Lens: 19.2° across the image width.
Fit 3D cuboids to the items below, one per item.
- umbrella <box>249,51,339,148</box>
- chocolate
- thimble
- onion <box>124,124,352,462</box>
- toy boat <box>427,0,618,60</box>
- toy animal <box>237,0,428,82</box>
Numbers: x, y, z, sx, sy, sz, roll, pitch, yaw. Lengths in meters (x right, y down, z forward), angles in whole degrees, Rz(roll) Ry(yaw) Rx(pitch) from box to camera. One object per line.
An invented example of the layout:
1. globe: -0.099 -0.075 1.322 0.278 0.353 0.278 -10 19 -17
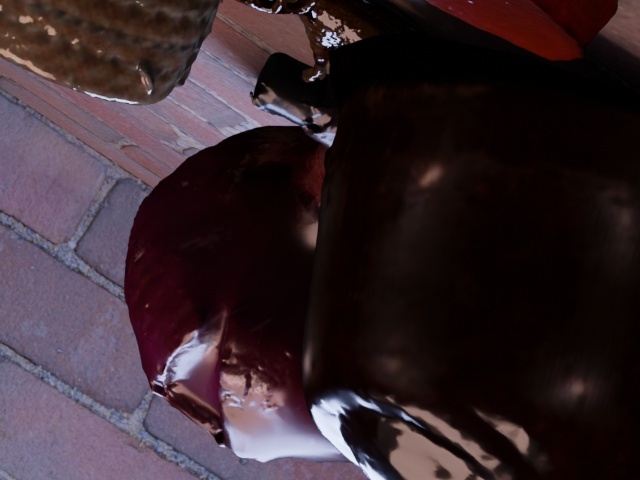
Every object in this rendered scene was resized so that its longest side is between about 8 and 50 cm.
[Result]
1. umbrella: 0.081 -0.083 1.760 0.326 0.090 0.094 24 131 -17
2. chocolate: 0.141 0.063 1.479 0.384 0.331 0.383 20 173 3
3. thimble: -0.205 -0.229 1.643 0.229 0.148 0.196 31 -154 7
4. onion: 0.000 0.000 1.982 0.398 0.398 0.420 29 136 17
5. toy boat: 0.089 -0.201 1.032 0.145 0.133 0.332 20 177 34
6. toy animal: 0.027 -0.182 1.571 0.243 0.087 0.260 19 172 -8
